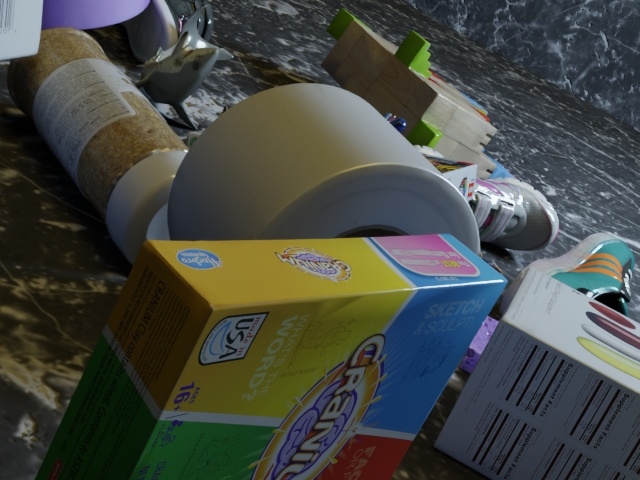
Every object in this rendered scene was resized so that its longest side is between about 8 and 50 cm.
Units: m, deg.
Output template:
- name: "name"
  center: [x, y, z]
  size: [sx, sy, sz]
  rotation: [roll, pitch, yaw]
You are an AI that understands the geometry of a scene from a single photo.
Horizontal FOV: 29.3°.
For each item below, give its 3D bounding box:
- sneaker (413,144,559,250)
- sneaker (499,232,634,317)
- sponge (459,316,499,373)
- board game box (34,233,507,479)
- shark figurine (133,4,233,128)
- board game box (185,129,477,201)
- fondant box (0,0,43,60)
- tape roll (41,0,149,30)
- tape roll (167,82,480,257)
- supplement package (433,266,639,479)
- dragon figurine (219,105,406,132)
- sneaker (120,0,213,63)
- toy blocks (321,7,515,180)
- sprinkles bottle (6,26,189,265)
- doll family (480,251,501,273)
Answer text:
- name: "sneaker"
  center: [0.212, -0.041, 1.711]
  size: [0.252, 0.103, 0.111]
  rotation: [19, 24, -1]
- name: "sneaker"
  center: [0.348, 0.075, 1.574]
  size: [0.121, 0.108, 0.302]
  rotation: [37, 31, 25]
- name: "sponge"
  center: [0.259, 0.157, 1.359]
  size: [0.210, 0.031, 0.117]
  rotation: [27, 20, 4]
- name: "board game box"
  center: [-0.031, 0.112, 0.814]
  size: [0.064, 0.242, 0.316]
  rotation: [40, 25, 30]
- name: "shark figurine"
  center: [-0.188, -0.208, 1.641]
  size: [0.116, 0.166, 0.278]
  rotation: [54, 7, -18]
- name: "board game box"
  center: [0.013, -0.089, 1.494]
  size: [0.305, 0.053, 0.193]
  rotation: [14, 15, 26]
- name: "fondant box"
  center: [-0.490, -0.257, 1.258]
  size: [0.330, 0.096, 0.238]
  rotation: [13, 16, 16]
- name: "tape roll"
  center: [-0.374, -0.384, 1.707]
  size: [0.275, 0.090, 0.275]
  rotation: [5, 30, -3]
- name: "tape roll"
  center: [0.000, 0.000, 1.122]
  size: [0.246, 0.246, 0.169]
  rotation: [13, 24, -33]
- name: "supplement package"
  center: [0.246, 0.154, 1.178]
  size: [0.203, 0.149, 0.194]
  rotation: [28, 20, 8]
- name: "dragon figurine"
  center: [-0.045, -0.090, 1.320]
  size: [0.289, 0.085, 0.144]
  rotation: [-16, 30, -20]
- name: "sneaker"
  center: [-0.218, -0.330, 1.866]
  size: [0.147, 0.104, 0.296]
  rotation: [10, 21, -26]
- name: "toy blocks"
  center: [0.177, -0.211, 2.007]
  size: [0.261, 0.190, 0.381]
  rotation: [25, 17, -40]
- name: "sprinkles bottle"
  center: [-0.218, -0.103, 1.287]
  size: [0.121, 0.121, 0.355]
  rotation: [9, 26, -40]
- name: "doll family"
  center: [0.131, 0.002, 1.521]
  size: [0.193, 0.076, 0.111]
  rotation: [38, -1, 11]
